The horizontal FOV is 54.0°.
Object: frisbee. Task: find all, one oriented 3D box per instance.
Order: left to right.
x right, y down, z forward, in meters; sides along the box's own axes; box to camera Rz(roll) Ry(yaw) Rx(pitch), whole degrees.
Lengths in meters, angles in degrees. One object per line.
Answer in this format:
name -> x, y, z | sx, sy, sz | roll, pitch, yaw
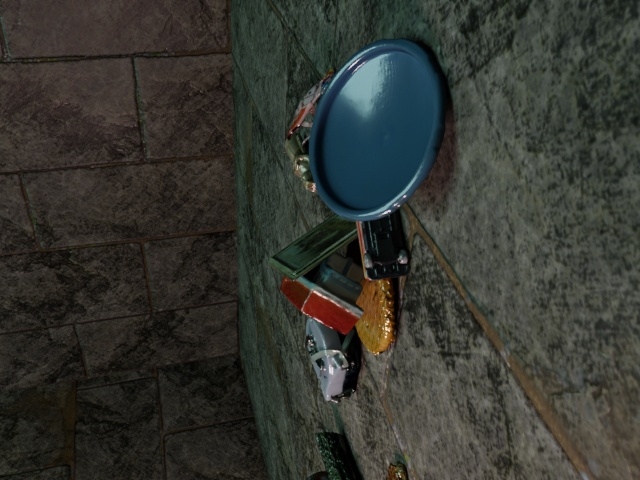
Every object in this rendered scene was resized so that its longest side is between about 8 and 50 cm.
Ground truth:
frisbee -> 0.089, -0.169, 0.979 | 0.290, 0.049, 0.289 | -14, 72, 48

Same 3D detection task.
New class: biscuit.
biscuit -> 0.099, 0.100, 1.255 | 0.254, 0.035, 0.253 | 172, 90, -76
biscuit -> 0.157, 0.563, 1.268 | 0.131, 0.026, 0.236 | 155, 107, -73

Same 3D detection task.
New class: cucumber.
cucumber -> 0.053, 0.592, 1.591 | 0.265, 0.077, 0.077 | -115, 23, -53

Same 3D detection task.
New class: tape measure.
tape measure -> 0.026, 0.259, 1.483 | 0.182, 0.107, 0.181 | 94, 156, -44

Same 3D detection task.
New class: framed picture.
framed picture -> 0.000, 0.000, 1.273 | 0.017, 0.217, 0.274 | 57, 169, -12

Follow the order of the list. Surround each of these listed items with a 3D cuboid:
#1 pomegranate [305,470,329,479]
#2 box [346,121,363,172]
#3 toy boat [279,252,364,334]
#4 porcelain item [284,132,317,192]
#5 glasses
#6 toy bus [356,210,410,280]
pomegranate -> 0.019, 0.706, 1.698 | 0.169, 0.148, 0.148 | 47, -170, -36
box -> 0.093, -0.151, 1.077 | 0.069, 0.084, 0.122 | 92, 167, -67
toy boat -> 0.004, 0.078, 1.290 | 0.133, 0.145, 0.332 | -61, 14, -1
porcelain item -> -0.044, -0.196, 1.641 | 0.213, 0.054, 0.084 | -114, 20, -46
glasses -> -0.002, -0.300, 1.424 | 0.255, 0.095, 0.162 | -174, 105, -77
toy bus -> 0.102, -0.014, 1.113 | 0.077, 0.079, 0.174 | 123, 139, -77
